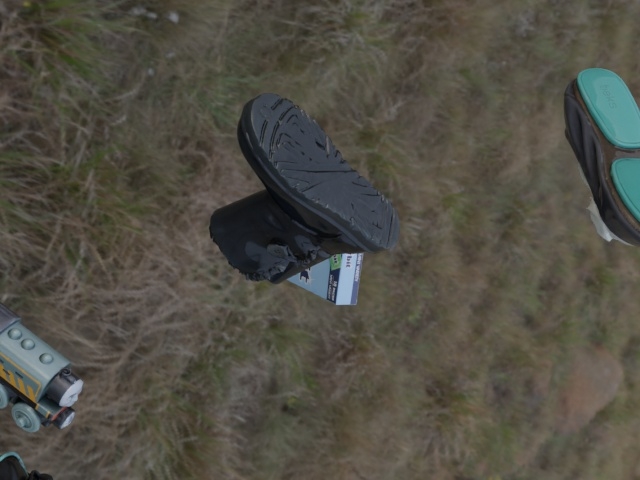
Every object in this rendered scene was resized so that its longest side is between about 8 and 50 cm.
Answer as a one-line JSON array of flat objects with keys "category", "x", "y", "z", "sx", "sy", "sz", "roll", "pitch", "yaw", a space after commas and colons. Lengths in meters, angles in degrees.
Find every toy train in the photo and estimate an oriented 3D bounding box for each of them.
[{"category": "toy train", "x": -0.665, "y": 0.273, "z": 1.819, "sx": 0.190, "sy": 0.334, "sz": 0.142, "roll": -58, "pitch": 173, "yaw": 37}]

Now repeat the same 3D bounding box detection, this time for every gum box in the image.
[{"category": "gum box", "x": 0.000, "y": 0.000, "z": 1.286, "sx": 0.041, "sy": 0.184, "sz": 0.157, "roll": 2, "pitch": 102, "yaw": -33}]

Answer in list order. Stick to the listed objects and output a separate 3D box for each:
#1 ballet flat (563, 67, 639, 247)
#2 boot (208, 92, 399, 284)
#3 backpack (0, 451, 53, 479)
[{"category": "ballet flat", "x": 0.225, "y": -0.045, "z": 0.614, "sx": 0.074, "sy": 0.074, "sz": 0.203, "roll": 71, "pitch": 8, "yaw": -45}, {"category": "boot", "x": -0.059, "y": -0.041, "z": 0.939, "sx": 0.246, "sy": 0.207, "sz": 0.094, "roll": 39, "pitch": 48, "yaw": -35}, {"category": "backpack", "x": -0.219, "y": 0.235, "z": 0.473, "sx": 0.144, "sy": 0.188, "sz": 0.166, "roll": -19, "pitch": 103, "yaw": -2}]
